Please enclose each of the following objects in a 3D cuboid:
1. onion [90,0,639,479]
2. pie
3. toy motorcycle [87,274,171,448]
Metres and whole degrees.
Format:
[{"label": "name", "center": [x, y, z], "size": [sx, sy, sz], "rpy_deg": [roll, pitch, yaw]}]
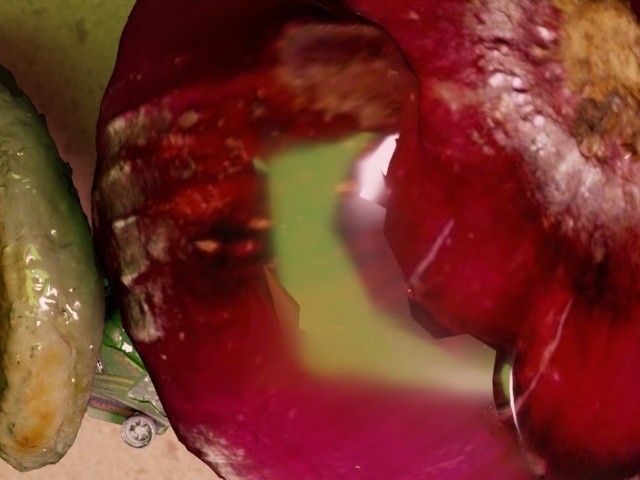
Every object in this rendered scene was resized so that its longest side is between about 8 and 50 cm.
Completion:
[{"label": "onion", "center": [0.000, 0.000, 1.037], "size": [0.420, 0.398, 0.398], "rpy_deg": [-15, 110, 39]}, {"label": "pie", "center": [-0.216, 0.008, 1.127], "size": [0.067, 0.302, 0.302], "rpy_deg": [-11, 114, -27]}, {"label": "toy motorcycle", "center": [-0.127, 0.083, 1.232], "size": [0.190, 0.074, 0.106], "rpy_deg": [12, 105, 6]}]
